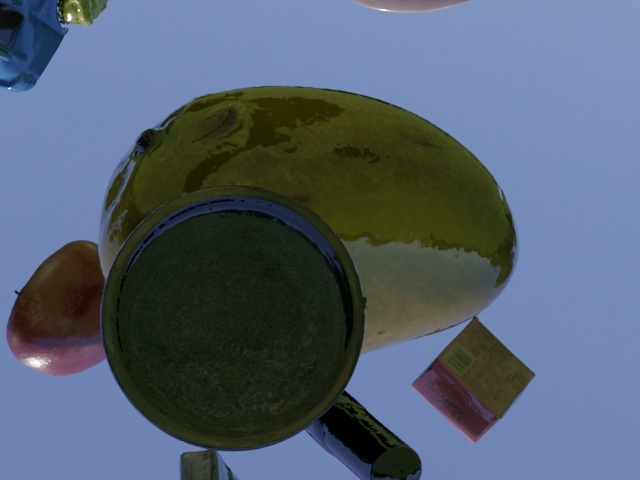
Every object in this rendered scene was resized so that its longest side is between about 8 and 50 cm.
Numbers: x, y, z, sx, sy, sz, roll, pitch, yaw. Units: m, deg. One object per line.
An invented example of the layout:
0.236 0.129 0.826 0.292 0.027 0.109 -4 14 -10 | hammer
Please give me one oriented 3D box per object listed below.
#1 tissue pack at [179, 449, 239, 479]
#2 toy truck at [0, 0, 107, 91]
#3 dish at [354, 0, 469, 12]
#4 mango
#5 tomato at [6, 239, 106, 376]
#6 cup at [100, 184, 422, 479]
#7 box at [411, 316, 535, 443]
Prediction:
-0.111 0.302 1.893 0.051 0.112 0.156 -7 -118 8 | tissue pack
-0.204 -0.307 1.380 0.161 0.385 0.162 28 180 24 | toy truck
0.120 -0.382 2.338 0.213 0.090 0.213 -5 -136 4 | dish
0.000 0.000 1.848 0.445 0.301 0.220 10 -159 -23 | mango
-0.285 0.099 2.273 0.082 0.174 0.166 27 161 47 | tomato
-0.052 0.083 1.250 0.166 0.239 0.177 -22 -177 -7 | cup
0.189 0.170 2.287 0.111 0.060 0.156 43 -149 7 | box
